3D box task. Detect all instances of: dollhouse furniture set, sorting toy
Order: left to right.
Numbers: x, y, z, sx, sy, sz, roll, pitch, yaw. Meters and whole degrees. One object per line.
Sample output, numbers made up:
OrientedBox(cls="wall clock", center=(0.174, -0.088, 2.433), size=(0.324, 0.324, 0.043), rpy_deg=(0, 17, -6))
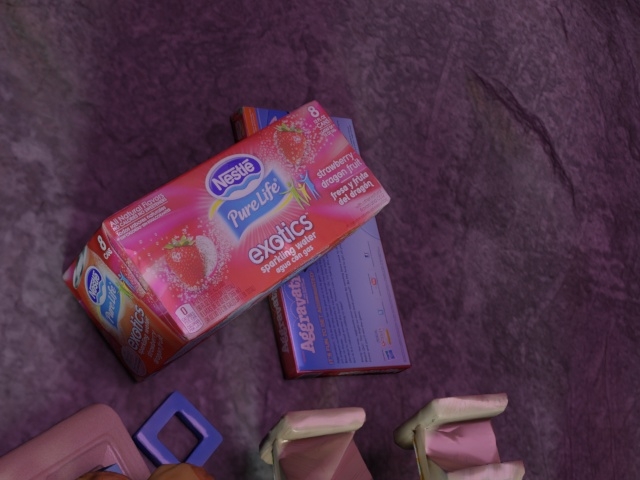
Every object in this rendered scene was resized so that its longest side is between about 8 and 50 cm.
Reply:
OrientedBox(cls="sorting toy", center=(-0.183, 0.242, 0.868), size=(0.348, 0.047, 0.196), rpy_deg=(-30, 87, -42))
OrientedBox(cls="dollhouse furniture set", center=(0.144, 0.342, 1.003), size=(0.394, 0.256, 0.362), rpy_deg=(-3, 68, -16))

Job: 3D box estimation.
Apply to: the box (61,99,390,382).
OrientedBox(cls="box", center=(-0.080, -0.003, 0.997), size=(0.257, 0.128, 0.122), rpy_deg=(-34, 87, -35))

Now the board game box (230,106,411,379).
OrientedBox(cls="board game box", center=(0.000, 0.000, 1.147), size=(0.145, 0.027, 0.281), rpy_deg=(3, 66, -38))

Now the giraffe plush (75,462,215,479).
OrientedBox(cls="giraffe plush", center=(-0.104, 0.241, 0.788), size=(0.210, 0.170, 0.181), rpy_deg=(-19, 87, -45))
